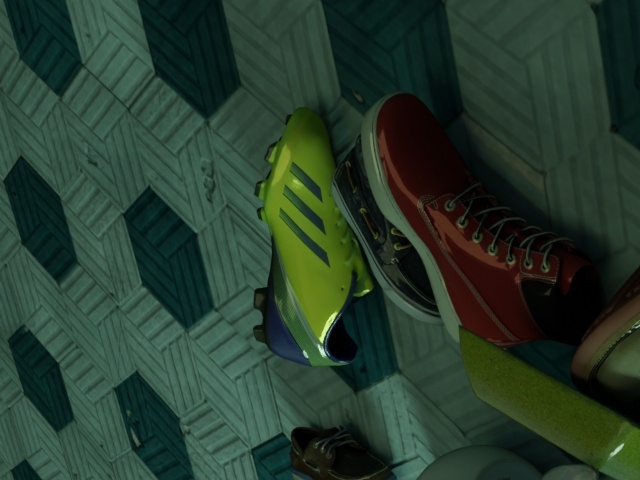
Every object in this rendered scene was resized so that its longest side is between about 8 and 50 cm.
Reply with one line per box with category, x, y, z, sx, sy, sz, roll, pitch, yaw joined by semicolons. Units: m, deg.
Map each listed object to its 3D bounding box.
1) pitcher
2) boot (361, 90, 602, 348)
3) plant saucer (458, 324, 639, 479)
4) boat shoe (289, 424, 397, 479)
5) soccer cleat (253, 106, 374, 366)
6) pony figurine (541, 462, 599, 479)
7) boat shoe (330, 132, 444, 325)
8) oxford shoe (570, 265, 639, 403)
pitcher;0.108;0.268;1.511;0.207;0.178;0.125;-39;65;61
boot;0.140;-0.021;1.337;0.176;0.088;0.244;-7;115;58
plant saucer;0.211;0.148;1.273;0.188;0.045;0.188;29;180;-45
boat shoe;0.014;0.238;1.747;0.183;0.066;0.066;-1;110;58
soccer cleat;0.000;0.000;1.594;0.121;0.093;0.289;14;125;16
pony figurine;0.186;0.333;1.282;0.363;0.303;0.351;25;176;-14
boat shoe;0.074;-0.012;1.461;0.183;0.065;0.083;55;150;17
oxford shoe;0.289;0.051;1.104;0.146;0.140;0.397;42;157;7
